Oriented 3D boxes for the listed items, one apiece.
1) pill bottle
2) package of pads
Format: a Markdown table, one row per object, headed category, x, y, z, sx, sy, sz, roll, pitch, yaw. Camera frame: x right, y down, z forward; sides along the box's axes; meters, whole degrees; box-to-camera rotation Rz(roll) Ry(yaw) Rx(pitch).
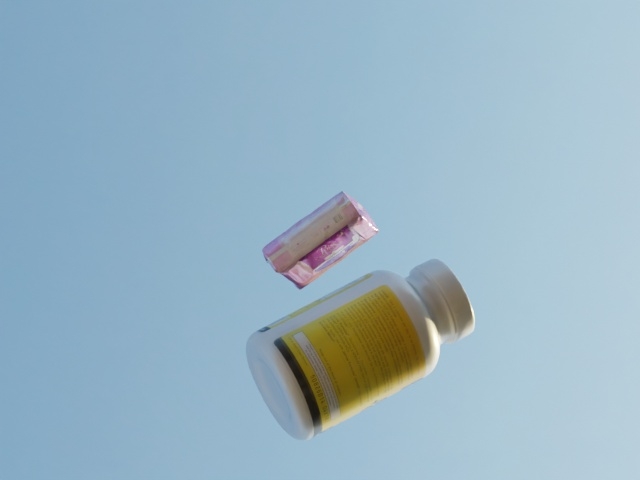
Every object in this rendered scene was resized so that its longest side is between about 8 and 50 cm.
| category | x | y | z | sx | sy | sz | roll | pitch | yaw |
| --- | --- | --- | --- | --- | --- | --- | --- | --- | --- |
| pill bottle | 0.036 | 0.088 | 1.367 | 0.184 | 0.103 | 0.103 | -26 | -69 | -16 |
| package of pads | 0.000 | 0.000 | 1.238 | 0.083 | 0.032 | 0.050 | -36 | -26 | 8 |
